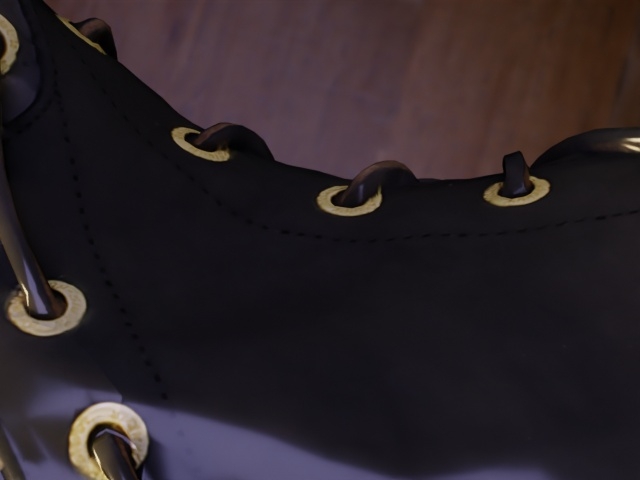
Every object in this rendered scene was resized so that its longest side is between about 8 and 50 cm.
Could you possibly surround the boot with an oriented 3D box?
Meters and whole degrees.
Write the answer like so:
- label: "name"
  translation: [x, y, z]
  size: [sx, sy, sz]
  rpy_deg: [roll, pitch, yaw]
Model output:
- label: "boot"
  translation: [0.000, 0.000, 0.406]
  size: [0.284, 0.138, 0.377]
  rpy_deg: [-11, 61, -8]
